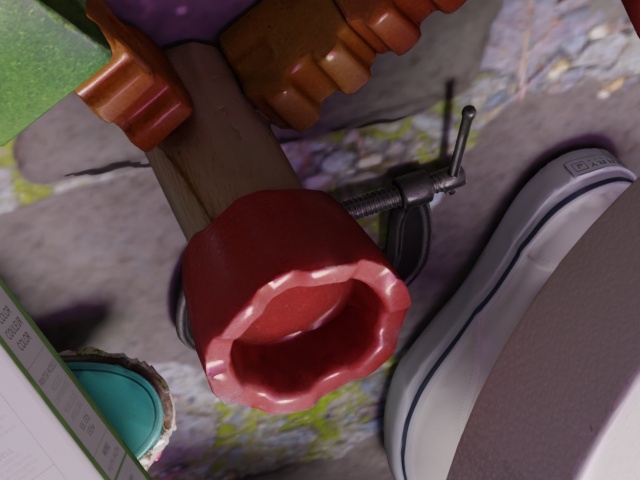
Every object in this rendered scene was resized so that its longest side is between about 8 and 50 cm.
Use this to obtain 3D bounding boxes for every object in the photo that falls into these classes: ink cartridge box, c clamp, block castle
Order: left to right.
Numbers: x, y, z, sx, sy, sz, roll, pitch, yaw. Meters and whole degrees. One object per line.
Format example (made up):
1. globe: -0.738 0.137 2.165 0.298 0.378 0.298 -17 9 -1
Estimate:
1. ink cartridge box: -0.173 0.072 0.787 0.109 0.062 0.209 -35 100 8
2. block castle: -0.031 -0.131 0.555 0.303 0.213 0.453 -38 141 12
3. c clamp: 0.000 0.000 0.887 0.160 0.022 0.137 -21 147 -11

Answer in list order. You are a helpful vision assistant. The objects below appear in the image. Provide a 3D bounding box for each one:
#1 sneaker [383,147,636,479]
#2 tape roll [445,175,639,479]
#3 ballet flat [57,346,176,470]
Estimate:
1. sneaker: 0.108 0.072 0.974 0.094 0.091 0.258 -4 136 -28
2. tape roll: 0.221 0.111 0.784 0.392 0.072 0.392 -14 119 -27
3. ballet flat: -0.181 0.118 0.876 0.241 0.091 0.077 -23 173 1
